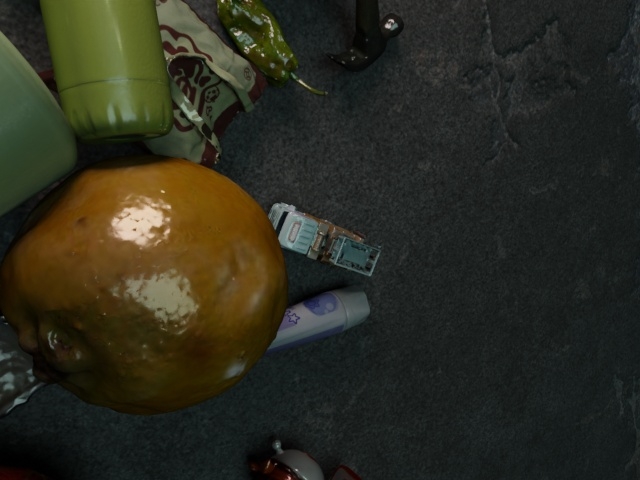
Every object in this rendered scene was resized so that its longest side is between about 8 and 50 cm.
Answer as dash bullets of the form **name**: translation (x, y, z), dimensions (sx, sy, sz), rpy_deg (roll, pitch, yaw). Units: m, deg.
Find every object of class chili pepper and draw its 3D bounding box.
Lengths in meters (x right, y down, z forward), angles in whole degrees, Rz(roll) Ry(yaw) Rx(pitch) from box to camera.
- **chili pepper**: translation (-0.080, -0.285, 0.718), dimensions (0.072, 0.073, 0.204), rpy_deg (-36, 108, 3)

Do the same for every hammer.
- **hammer**: translation (0.058, -0.417, 0.634), dimensions (0.168, 0.044, 0.440), rpy_deg (-48, 157, -18)

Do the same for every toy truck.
- **toy truck**: translation (-0.001, 0.001, 0.814), dimensions (0.178, 0.115, 0.080), rpy_deg (20, 93, -31)

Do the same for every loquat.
- **loquat**: translation (-0.202, 0.055, 0.591), dimensions (0.328, 0.328, 0.328), rpy_deg (-8, 107, -28)

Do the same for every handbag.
- **handbag**: translation (-0.201, -0.215, 0.634), dimensions (0.235, 0.127, 0.213), rpy_deg (39, 80, -33)

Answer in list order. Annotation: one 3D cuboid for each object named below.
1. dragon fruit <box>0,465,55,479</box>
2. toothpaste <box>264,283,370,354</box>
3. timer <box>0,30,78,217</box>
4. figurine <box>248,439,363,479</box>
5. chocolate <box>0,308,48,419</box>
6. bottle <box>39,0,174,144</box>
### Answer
- **dragon fruit**: translation (-0.432, 0.427, 0.593), dimensions (0.342, 0.277, 0.277), rpy_deg (26, 90, -31)
- **toothpaste**: translation (-0.083, 0.166, 0.823), dimensions (0.371, 0.125, 0.080), rpy_deg (-18, 77, -28)
- **timer**: translation (-0.430, -0.066, 0.401), dimensions (0.291, 0.291, 0.315), rpy_deg (49, 60, -30)
- **figurine**: translation (-0.036, 0.474, 0.903), dimensions (0.226, 0.183, 0.160), rpy_deg (42, 72, -19)
- **chocolate**: translation (-0.492, 0.200, 0.592), dimensions (0.321, 0.112, 0.112), rpy_deg (-34, 116, -16)
- **bottle**: translation (-0.229, -0.237, 0.498), dimensions (0.112, 0.112, 0.260), rpy_deg (-12, 100, -27)
